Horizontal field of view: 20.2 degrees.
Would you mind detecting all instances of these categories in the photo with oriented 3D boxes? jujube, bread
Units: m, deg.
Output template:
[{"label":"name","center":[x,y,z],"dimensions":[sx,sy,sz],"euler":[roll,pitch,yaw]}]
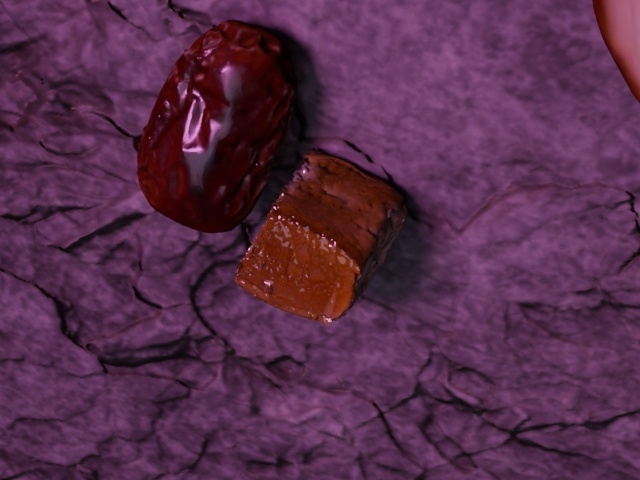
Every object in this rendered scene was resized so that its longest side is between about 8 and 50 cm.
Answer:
[{"label":"jujube","center":[-0.058,-0.064,1.002],"dimensions":[0.077,0.077,0.129],"euler":[24,125,0]},{"label":"bread","center":[0.000,0.002,1.027],"dimensions":[0.070,0.083,0.077],"euler":[32,129,6]}]

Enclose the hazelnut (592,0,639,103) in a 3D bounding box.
[{"label":"hazelnut","center":[0.220,-0.154,0.719],"dimensions":[0.241,0.261,0.261],"euler":[51,136,23]}]
